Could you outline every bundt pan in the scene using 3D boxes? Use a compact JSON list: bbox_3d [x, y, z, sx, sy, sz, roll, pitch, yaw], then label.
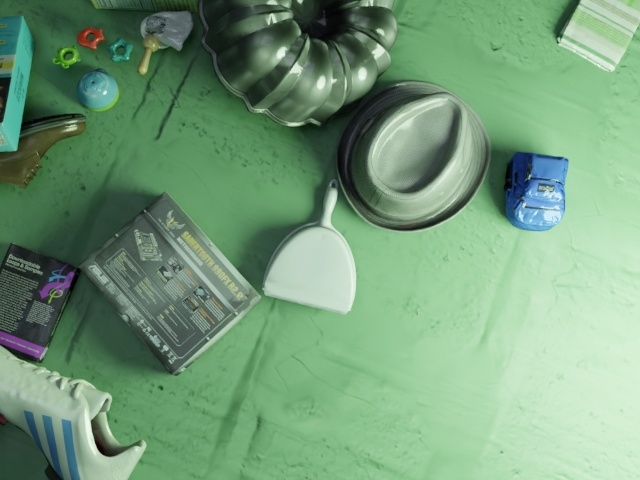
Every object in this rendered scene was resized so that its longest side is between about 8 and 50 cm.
[{"bbox_3d":[-0.016,-0.348,1.191,0.330,0.124,0.331,1,87,-26],"label":"bundt pan"}]

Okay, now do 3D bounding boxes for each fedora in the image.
[{"bbox_3d":[0.155,-0.148,1.222,0.275,0.124,0.244,-43,85,-8],"label":"fedora"}]

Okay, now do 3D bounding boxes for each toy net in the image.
[{"bbox_3d":[-0.320,-0.320,1.277,0.232,0.045,0.122,-35,81,-9],"label":"toy net"}]

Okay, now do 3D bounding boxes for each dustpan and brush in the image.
[{"bbox_3d":[0.000,0.000,1.232,0.147,0.060,0.211,14,87,-1],"label":"dustpan and brush"}]

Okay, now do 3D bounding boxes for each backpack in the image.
[{"bbox_3d":[0.345,-0.078,1.230,0.097,0.101,0.120,7,83,6],"label":"backpack"}]

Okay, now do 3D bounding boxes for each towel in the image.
[{"bbox_3d":[0.490,-0.378,1.330,0.113,0.023,0.152,30,78,1],"label":"towel"}]

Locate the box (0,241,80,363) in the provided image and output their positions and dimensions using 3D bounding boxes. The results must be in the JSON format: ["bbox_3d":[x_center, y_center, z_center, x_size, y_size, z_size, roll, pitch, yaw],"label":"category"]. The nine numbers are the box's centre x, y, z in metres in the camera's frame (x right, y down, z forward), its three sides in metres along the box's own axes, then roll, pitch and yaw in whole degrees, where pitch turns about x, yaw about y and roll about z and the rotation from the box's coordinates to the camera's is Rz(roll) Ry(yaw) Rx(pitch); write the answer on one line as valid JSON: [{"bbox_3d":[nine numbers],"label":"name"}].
[{"bbox_3d":[-0.463,0.098,1.205,0.116,0.029,0.162,21,81,1],"label":"box"}]

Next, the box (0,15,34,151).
[{"bbox_3d":[-0.520,-0.246,1.199,0.100,0.060,0.244,-6,56,-2],"label":"box"}]

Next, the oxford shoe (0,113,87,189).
[{"bbox_3d":[-0.475,-0.138,1.231,0.227,0.083,0.096,-27,109,-12],"label":"oxford shoe"}]

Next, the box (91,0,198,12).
[{"bbox_3d":[-0.261,-0.503,1.273,0.242,0.117,0.214,1,80,-3],"label":"box"}]

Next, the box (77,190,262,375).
[{"bbox_3d":[-0.235,0.067,1.204,0.183,0.056,0.231,-42,84,-9],"label":"box"}]

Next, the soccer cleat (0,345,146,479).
[{"bbox_3d":[-0.398,0.236,1.136,0.143,0.116,0.331,-44,92,6],"label":"soccer cleat"}]
